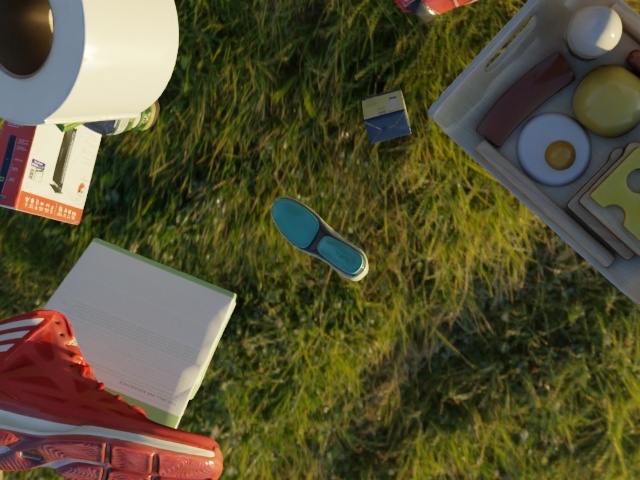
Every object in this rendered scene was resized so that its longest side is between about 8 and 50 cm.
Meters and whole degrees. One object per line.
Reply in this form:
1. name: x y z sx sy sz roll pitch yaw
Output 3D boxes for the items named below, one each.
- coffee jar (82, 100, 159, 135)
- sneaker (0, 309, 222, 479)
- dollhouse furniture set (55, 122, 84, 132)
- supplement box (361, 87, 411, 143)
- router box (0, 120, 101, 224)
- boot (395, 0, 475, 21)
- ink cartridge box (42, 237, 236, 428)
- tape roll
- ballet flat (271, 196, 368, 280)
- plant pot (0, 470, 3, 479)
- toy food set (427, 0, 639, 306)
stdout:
1. coffee jar: -0.396 -0.259 1.437 0.096 0.184 0.079 26 107 6
2. sneaker: -0.177 0.114 0.559 0.221 0.128 0.087 15 136 -12
3. dollhouse furniture set: -0.421 -0.261 1.278 0.076 0.058 0.151 49 128 1
4. supplement box: 0.129 -0.246 1.429 0.083 0.083 0.056 -13 132 11
5. router box: -0.652 -0.207 1.749 0.082 0.335 0.301 13 87 6
6. boot: 0.192 -0.512 1.341 0.176 0.088 0.244 -17 141 29
7. ink cartridge box: -0.198 0.111 0.717 0.171 0.235 0.056 23 129 -4
8. tape roll: -0.334 -0.278 0.955 0.246 0.169 0.246 7 105 28
9. ballet flat: 0.000 0.000 1.513 0.248 0.086 0.086 40 117 18
10. plant pot: -0.444 0.222 0.817 0.237 0.237 0.110 40 78 -22
11. toy food set: 0.292 -0.105 0.712 0.306 0.092 0.220 44 100 8
